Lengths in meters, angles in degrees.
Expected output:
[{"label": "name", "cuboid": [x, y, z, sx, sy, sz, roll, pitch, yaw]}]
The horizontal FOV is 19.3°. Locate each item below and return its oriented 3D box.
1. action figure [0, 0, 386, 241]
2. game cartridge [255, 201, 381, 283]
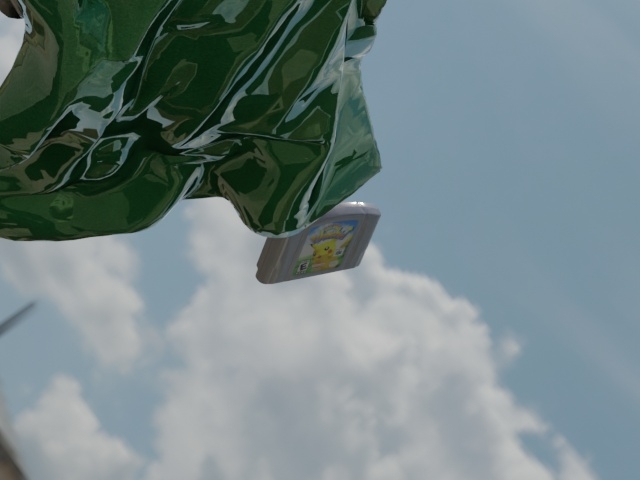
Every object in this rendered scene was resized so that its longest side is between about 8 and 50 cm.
[{"label": "action figure", "cuboid": [-0.033, -0.050, 0.420, 0.232, 0.137, 0.063, 126, -50, -73]}, {"label": "game cartridge", "cuboid": [0.000, 0.000, 1.239, 0.017, 0.083, 0.056, 50, -44, 35]}]
